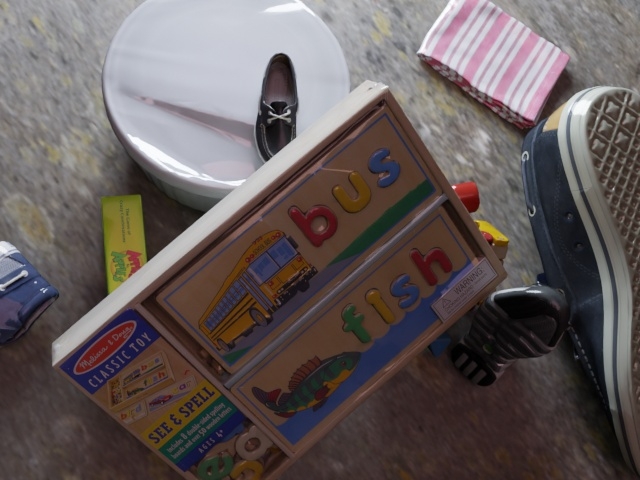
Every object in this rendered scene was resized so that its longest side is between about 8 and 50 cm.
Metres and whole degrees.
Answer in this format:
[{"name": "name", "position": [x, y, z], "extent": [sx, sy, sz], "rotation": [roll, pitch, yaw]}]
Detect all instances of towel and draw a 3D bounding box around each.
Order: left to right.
[{"name": "towel", "position": [0.249, -0.264, 1.007], "extent": [0.197, 0.029, 0.144], "rotation": [33, 71, -5]}]

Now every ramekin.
[{"name": "ramekin", "position": [-0.107, -0.154, 0.820], "extent": [0.273, 0.127, 0.273], "rotation": [4, 68, -9]}]

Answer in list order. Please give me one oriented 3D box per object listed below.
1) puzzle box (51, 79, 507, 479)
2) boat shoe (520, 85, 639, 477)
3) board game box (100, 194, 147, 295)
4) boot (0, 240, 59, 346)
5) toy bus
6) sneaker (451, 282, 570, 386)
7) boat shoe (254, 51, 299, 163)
[{"name": "puzzle box", "position": [-0.024, 0.067, 0.732], "extent": [0.409, 0.052, 0.272], "rotation": [-41, 117, -4]}, {"name": "boat shoe", "position": [0.377, 0.059, 0.906], "extent": [0.187, 0.156, 0.500], "rotation": [-18, 94, -23]}, {"name": "board game box", "position": [-0.211, 0.050, 0.780], "extent": [0.043, 0.092, 0.181], "rotation": [-5, 79, -15]}, {"name": "boot", "position": [-0.371, 0.092, 0.740], "extent": [0.086, 0.069, 0.190], "rotation": [42, 69, 1]}, {"name": "toy bus", "position": [0.122, 0.020, 0.867], "extent": [0.191, 0.104, 0.202], "rotation": [-37, 117, 2]}, {"name": "sneaker", "position": [0.240, 0.080, 0.829], "extent": [0.132, 0.229, 0.086], "rotation": [-39, 79, -27]}, {"name": "boat shoe", "position": [-0.043, -0.135, 0.733], "extent": [0.046, 0.038, 0.125], "rotation": [6, 69, -7]}]
